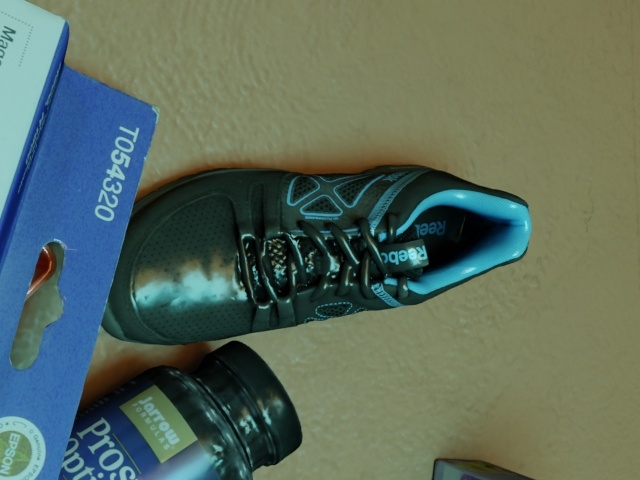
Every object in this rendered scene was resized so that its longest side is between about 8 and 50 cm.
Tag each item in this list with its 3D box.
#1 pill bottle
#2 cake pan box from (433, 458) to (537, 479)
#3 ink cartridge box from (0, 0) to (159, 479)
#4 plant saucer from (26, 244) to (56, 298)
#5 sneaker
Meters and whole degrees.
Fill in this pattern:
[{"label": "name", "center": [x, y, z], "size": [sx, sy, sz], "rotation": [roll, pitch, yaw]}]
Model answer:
[{"label": "pill bottle", "center": [-0.125, 0.163, 0.664], "size": [0.219, 0.123, 0.123], "rotation": [-32, 107, -25]}, {"label": "cake pan box", "center": [0.170, 0.331, 0.774], "size": [0.070, 0.246, 0.267], "rotation": [8, 90, -26]}, {"label": "ink cartridge box", "center": [-0.256, -0.008, 0.519], "size": [0.330, 0.071, 0.324], "rotation": [22, 67, -28]}, {"label": "plant saucer", "center": [-0.339, 0.004, 0.576], "size": [0.258, 0.048, 0.259], "rotation": [-45, 113, -21]}, {"label": "sneaker", "center": [0.000, 0.000, 0.720], "size": [0.341, 0.139, 0.125], "rotation": [-15, 102, -27]}]
